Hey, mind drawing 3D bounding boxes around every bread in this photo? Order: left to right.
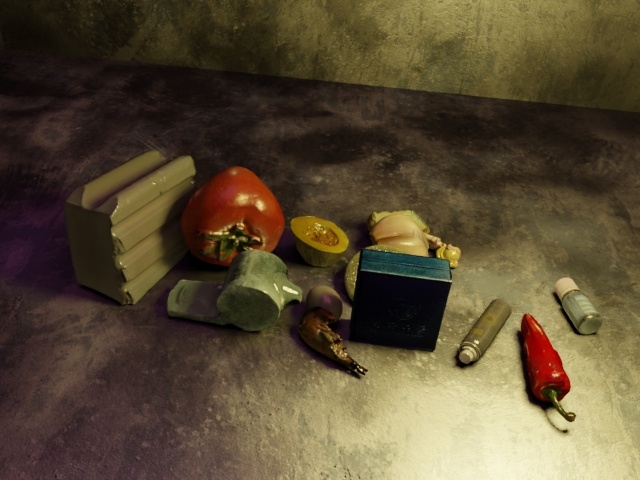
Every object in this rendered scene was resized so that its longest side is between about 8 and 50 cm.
[{"bbox_3d":[0.209,0.121,2.003,0.266,0.040,0.267,0,58,0],"label":"bread"},{"bbox_3d":[0.282,-0.053,2.297,0.231,0.088,0.128,-3,46,-22],"label":"bread"}]

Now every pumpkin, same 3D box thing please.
[{"bbox_3d":[-0.010,0.014,2.155,0.217,0.110,0.217,12,27,-6],"label":"pumpkin"}]

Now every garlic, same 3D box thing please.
[{"bbox_3d":[0.287,0.005,2.154,0.227,0.110,0.217,1,61,-21],"label":"garlic"}]

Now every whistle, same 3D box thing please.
[{"bbox_3d":[-0.261,0.170,1.873,0.404,0.188,0.168,-19,35,23],"label":"whistle"}]

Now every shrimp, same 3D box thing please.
[{"bbox_3d":[0.038,0.283,1.772,0.262,0.117,0.066,28,9,29],"label":"shrimp"}]

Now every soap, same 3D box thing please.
[{"bbox_3d":[-0.586,-0.064,1.991,0.212,0.350,0.435,12,34,22],"label":"soap"}]

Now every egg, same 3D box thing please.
[{"bbox_3d":[0.013,0.195,1.895,0.103,0.103,0.135,-16,42,-27],"label":"egg"}]

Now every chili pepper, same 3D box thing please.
[{"bbox_3d":[0.638,0.350,1.768,0.110,0.110,0.388,6,35,0],"label":"chili pepper"}]

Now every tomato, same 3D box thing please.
[{"bbox_3d":[-0.293,-0.074,2.041,0.341,0.341,0.273,-5,43,-14],"label":"tomato"}]

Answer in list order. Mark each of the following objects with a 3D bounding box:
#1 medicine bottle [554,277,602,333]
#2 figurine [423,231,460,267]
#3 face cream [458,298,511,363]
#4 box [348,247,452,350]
[{"bbox_3d":[0.831,0.208,2.008,0.083,0.083,0.203,-1,37,-9],"label":"medicine bottle"},{"bbox_3d":[0.424,0.031,2.212,0.187,0.083,0.083,37,46,27],"label":"figurine"},{"bbox_3d":[0.496,0.278,1.874,0.073,0.073,0.283,25,41,25],"label":"face cream"},{"bbox_3d":[0.226,0.179,1.800,0.261,0.279,0.116,6,37,1],"label":"box"}]
